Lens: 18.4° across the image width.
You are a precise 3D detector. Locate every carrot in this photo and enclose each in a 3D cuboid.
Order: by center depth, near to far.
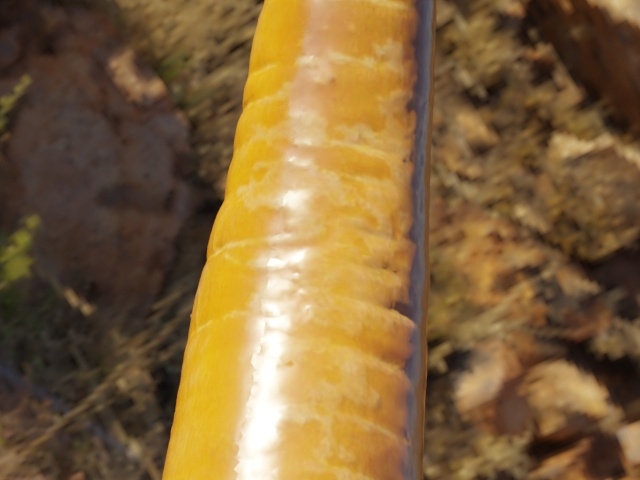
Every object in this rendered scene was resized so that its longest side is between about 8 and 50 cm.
[{"bbox_3d":[0.000,0.000,0.440,0.066,0.062,0.271,34,56,-49],"label":"carrot"}]
